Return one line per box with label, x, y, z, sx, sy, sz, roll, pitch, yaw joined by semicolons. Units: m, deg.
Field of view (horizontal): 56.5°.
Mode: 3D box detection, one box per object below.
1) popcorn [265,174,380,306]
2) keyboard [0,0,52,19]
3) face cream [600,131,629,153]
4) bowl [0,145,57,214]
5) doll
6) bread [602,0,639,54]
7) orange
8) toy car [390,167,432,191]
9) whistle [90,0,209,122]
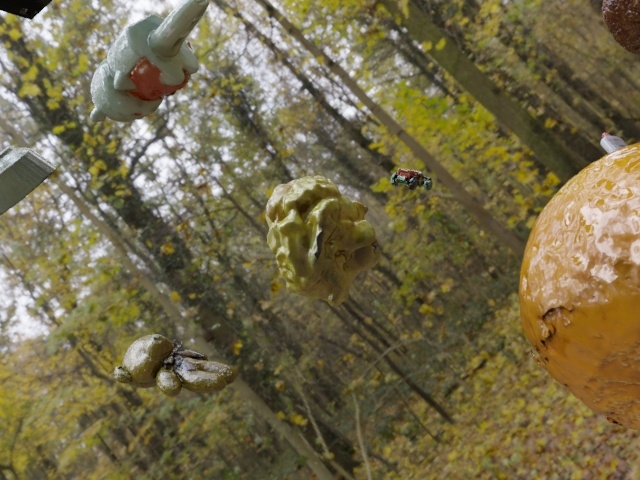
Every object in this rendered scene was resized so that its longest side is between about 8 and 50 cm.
popcorn;0.000;0.000;1.280;0.252;0.287;0.215;-29;27;-34
keyboard;-0.454;-0.440;0.975;0.316;0.027;0.106;-9;-8;42
face cream;0.512;-0.166;1.039;0.083;0.040;0.021;-87;-3;-56
bowl;-0.776;-0.159;1.484;0.211;0.112;0.211;-29;25;15
doll;-0.251;0.214;1.048;0.137;0.209;0.097;-56;-29;-67
bread;0.527;-0.346;0.933;0.064;0.193;0.193;-46;-10;-3
orange;0.395;0.043;0.646;0.293;0.340;0.341;-61;2;-36
toy car;0.253;-0.167;1.632;0.143;0.073;0.054;-5;-71;-56
whistle;-0.222;-0.228;0.771;0.105;0.102;0.253;23;-43;-36
